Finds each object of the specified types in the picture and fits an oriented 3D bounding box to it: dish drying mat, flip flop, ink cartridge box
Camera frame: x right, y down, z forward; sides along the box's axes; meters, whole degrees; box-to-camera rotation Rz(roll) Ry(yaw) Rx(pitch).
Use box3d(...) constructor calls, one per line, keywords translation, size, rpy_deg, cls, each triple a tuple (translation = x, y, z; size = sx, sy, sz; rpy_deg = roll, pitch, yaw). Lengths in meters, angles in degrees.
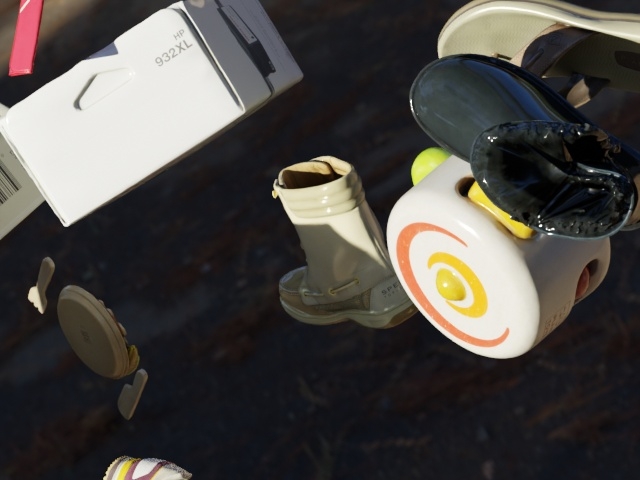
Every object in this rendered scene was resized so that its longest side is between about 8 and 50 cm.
box3d(translation=(-0.271, -0.193, 1.595), size=(0.032, 0.008, 0.083), rpy_deg=(-2, 75, 40), cls="dish drying mat")
box3d(translation=(0.224, -0.158, 1.581), size=(0.277, 0.112, 0.080), rpy_deg=(13, 64, 32), cls="flip flop")
box3d(translation=(-0.163, -0.146, 1.777), size=(0.223, 0.129, 0.307), rpy_deg=(-31, 4, 14), cls="ink cartridge box")

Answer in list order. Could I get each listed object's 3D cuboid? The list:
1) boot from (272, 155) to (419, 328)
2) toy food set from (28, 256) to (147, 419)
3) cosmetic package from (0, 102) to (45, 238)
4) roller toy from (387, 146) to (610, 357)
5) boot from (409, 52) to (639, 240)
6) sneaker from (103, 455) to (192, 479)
box3d(translation=(0.000, 0.000, 2.057), size=(0.095, 0.203, 0.262), rpy_deg=(-37, 19, -23), cls="boot")
box3d(translation=(-0.256, 0.103, 1.989), size=(0.038, 0.192, 0.132), rpy_deg=(-34, -13, -32), cls="toy food set")
box3d(translation=(-0.440, -0.096, 2.000), size=(0.160, 0.113, 0.309), rpy_deg=(-42, 33, -13), cls="cosmetic package")
box3d(translation=(0.166, 0.009, 1.646), size=(0.146, 0.191, 0.209), rpy_deg=(-39, 22, -28), cls="roller toy")
box3d(translation=(0.157, -0.081, 1.389), size=(0.094, 0.246, 0.207), rpy_deg=(-62, -17, 11), cls="boot")
box3d(translation=(-0.164, 0.294, 1.591), size=(0.083, 0.186, 0.069), rpy_deg=(3, -3, 31), cls="sneaker")
